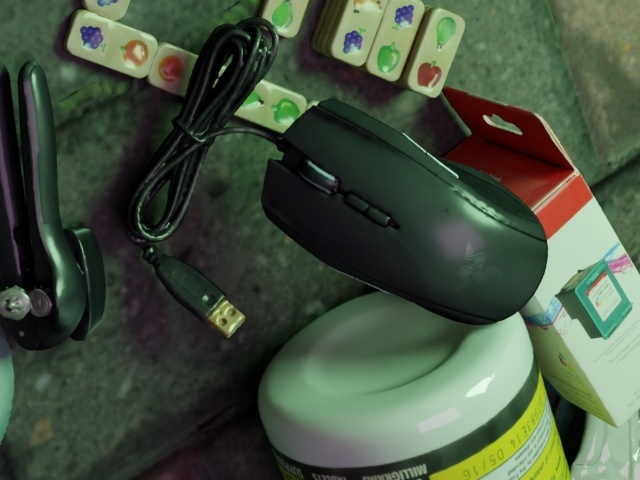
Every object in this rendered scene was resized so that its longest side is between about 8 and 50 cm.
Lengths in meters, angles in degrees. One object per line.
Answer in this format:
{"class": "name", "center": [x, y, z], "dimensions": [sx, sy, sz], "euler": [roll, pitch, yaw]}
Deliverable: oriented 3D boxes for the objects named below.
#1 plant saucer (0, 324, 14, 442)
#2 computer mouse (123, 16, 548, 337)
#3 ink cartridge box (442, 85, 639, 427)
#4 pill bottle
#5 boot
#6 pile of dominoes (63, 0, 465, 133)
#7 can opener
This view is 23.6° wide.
{"class": "plant saucer", "center": [-0.276, 0.102, 0.929], "dimensions": [0.195, 0.037, 0.195], "euler": [-8, 108, -27]}
{"class": "computer mouse", "center": [0.000, 0.000, 0.958], "dimensions": [0.262, 0.060, 0.184], "euler": [35, 102, -1]}
{"class": "ink cartridge box", "center": [0.146, 0.010, 1.071], "dimensions": [0.078, 0.134, 0.231], "euler": [-42, 118, -11]}
{"class": "pill bottle", "center": [0.092, 0.213, 1.067], "dimensions": [0.188, 0.188, 0.334], "euler": [-28, 115, -19]}
{"class": "boot", "center": [0.214, 0.225, 1.203], "dimensions": [0.123, 0.095, 0.258], "euler": [10, 92, -22]}
{"class": "pile of dominoes", "center": [-0.017, -0.170, 0.989], "dimensions": [0.251, 0.040, 0.196], "euler": [18, 95, -31]}
{"class": "can opener", "center": [-0.180, -0.020, 0.944], "dimensions": [0.059, 0.073, 0.186], "euler": [-6, 107, 14]}
